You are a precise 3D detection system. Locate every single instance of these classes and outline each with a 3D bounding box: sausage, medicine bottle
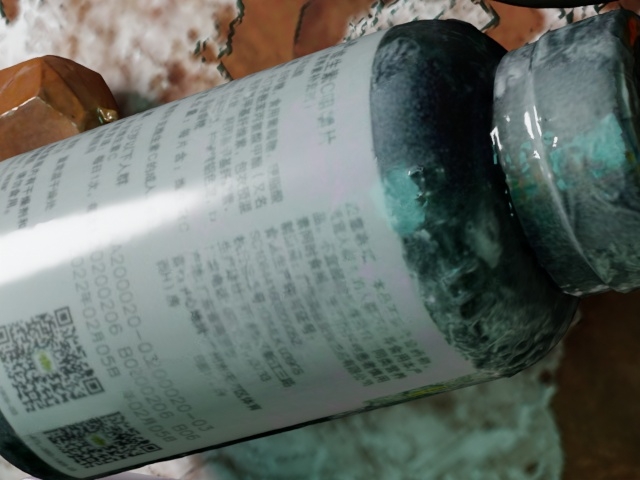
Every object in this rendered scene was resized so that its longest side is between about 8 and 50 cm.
[{"bbox_3d":[-0.158,-0.038,0.877,0.169,0.065,0.065,-24,76,22],"label":"sausage"},{"bbox_3d":[0.000,0.000,0.751,0.293,0.141,0.141,-16,79,25],"label":"medicine bottle"}]

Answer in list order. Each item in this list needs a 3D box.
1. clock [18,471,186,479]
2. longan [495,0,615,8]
[{"bbox_3d":[-0.069,0.203,0.815,0.150,0.063,0.197,5,89,26],"label":"clock"},{"bbox_3d":[0.085,-0.177,0.711,0.189,0.189,0.189,-2,85,27],"label":"longan"}]
